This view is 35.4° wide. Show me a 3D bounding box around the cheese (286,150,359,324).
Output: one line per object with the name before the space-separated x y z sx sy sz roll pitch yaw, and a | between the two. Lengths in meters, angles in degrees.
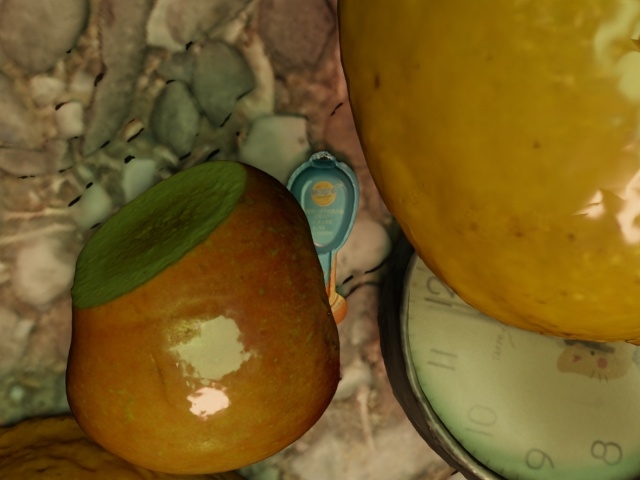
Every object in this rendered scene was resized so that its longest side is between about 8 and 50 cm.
cheese | 0.000 0.000 0.619 0.047 0.017 0.111 1 99 -10

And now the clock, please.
clock | 0.150 0.050 0.615 0.226 0.049 0.226 1 83 -10

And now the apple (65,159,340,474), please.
apple | -0.068 0.045 0.546 0.147 0.146 0.163 -12 104 -7

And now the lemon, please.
lemon | 0.132 -0.097 0.476 0.258 0.258 0.310 -17 90 -10

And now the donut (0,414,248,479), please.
donut | -0.133 0.253 0.583 0.303 0.110 0.303 -2 100 -14
